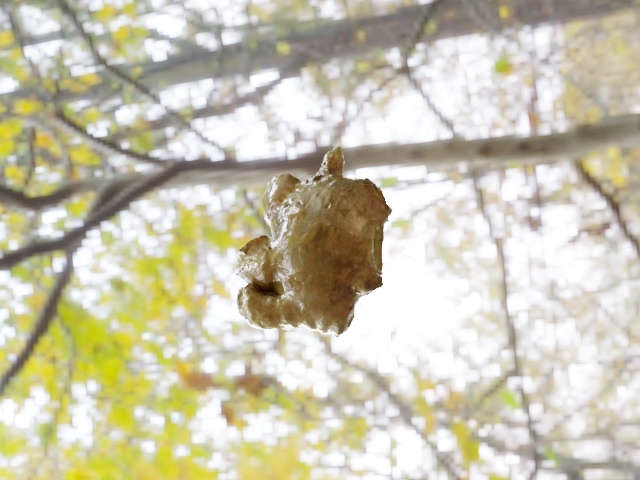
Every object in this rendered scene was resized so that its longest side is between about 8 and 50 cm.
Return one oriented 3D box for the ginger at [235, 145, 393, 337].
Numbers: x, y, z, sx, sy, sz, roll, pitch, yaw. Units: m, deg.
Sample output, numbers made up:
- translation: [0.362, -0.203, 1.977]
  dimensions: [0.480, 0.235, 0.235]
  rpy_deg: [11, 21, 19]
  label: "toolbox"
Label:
- translation: [0.000, 0.000, 1.739]
  dimensions: [0.102, 0.157, 0.216]
  rpy_deg: [56, -138, -59]
  label: "ginger"
